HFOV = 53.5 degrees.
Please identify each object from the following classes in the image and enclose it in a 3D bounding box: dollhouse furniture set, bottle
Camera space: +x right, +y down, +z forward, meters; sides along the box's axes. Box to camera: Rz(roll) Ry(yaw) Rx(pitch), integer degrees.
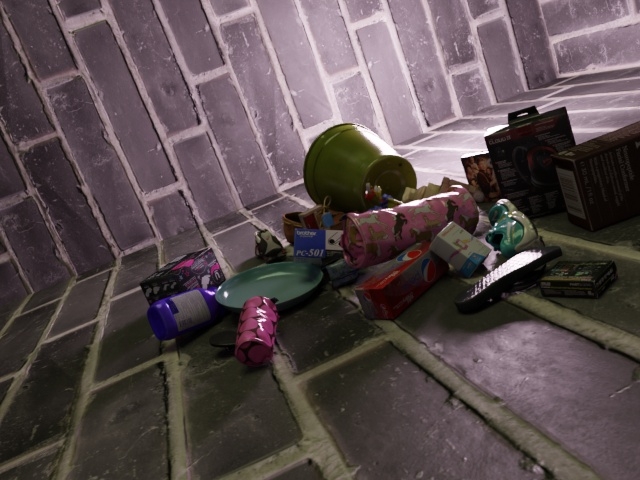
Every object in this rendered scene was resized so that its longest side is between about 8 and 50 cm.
[{"bbox_3d":[0.000,0.000,1.977,0.129,0.183,0.129,-29,16,-27],"label":"dollhouse furniture set"},{"bbox_3d":[-0.364,0.200,1.868,0.283,0.118,0.092,-19,-10,-45],"label":"bottle"}]

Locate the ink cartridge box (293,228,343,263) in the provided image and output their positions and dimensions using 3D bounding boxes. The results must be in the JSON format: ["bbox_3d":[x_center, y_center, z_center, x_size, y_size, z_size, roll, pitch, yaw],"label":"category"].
[{"bbox_3d":[0.024,0.020,1.894,0.207,0.097,0.046,2,-27,-3],"label":"ink cartridge box"}]

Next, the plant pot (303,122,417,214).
[{"bbox_3d":[0.173,-0.234,2.380,0.367,0.366,0.353,-25,27,-17],"label":"plant pot"}]

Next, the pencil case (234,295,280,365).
[{"bbox_3d":[-0.148,0.218,1.528,0.095,0.098,0.209,-44,17,20],"label":"pencil case"}]

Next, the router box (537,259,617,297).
[{"bbox_3d":[0.512,0.076,1.265,0.092,0.038,0.122,-30,16,-36],"label":"router box"}]

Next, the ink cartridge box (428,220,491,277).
[{"bbox_3d":[0.340,0.020,1.546,0.088,0.122,0.052,-35,-24,-45],"label":"ink cartridge box"}]

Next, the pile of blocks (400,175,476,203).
[{"bbox_3d":[0.377,-0.111,2.086,0.112,0.149,0.362,-69,17,-9],"label":"pile of blocks"}]

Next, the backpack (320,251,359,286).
[{"bbox_3d":[0.066,0.076,1.804,0.114,0.084,0.105,-23,13,7],"label":"backpack"}]

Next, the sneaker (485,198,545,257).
[{"bbox_3d":[0.466,-0.029,1.610,0.110,0.107,0.275,-29,13,8],"label":"sneaker"}]

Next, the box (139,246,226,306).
[{"bbox_3d":[-0.472,0.145,2.196,0.163,0.142,0.247,-15,14,26],"label":"box"}]

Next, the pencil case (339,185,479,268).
[{"bbox_3d":[0.244,-0.039,1.739,0.386,0.167,0.160,-15,-31,-19],"label":"pencil case"}]

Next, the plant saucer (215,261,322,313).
[{"bbox_3d":[-0.147,0.142,1.853,0.318,0.043,0.317,-9,19,3],"label":"plant saucer"}]

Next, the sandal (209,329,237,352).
[{"bbox_3d":[-0.201,0.262,1.600,0.179,0.040,0.067,1,27,20],"label":"sandal"}]

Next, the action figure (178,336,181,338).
[{"bbox_3d":[-0.424,0.267,1.898,0.038,0.030,0.115,-28,20,-6],"label":"action figure"}]

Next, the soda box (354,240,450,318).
[{"bbox_3d":[0.205,0.093,1.546,0.092,0.083,0.263,-7,20,46],"label":"soda box"}]

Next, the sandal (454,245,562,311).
[{"bbox_3d":[0.407,0.087,1.372,0.255,0.054,0.097,-31,7,-1],"label":"sandal"}]

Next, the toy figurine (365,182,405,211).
[{"bbox_3d":[0.191,-0.030,2.028,0.217,0.191,0.362,-51,19,1],"label":"toy figurine"}]

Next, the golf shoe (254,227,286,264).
[{"bbox_3d":[-0.199,0.005,2.383,0.105,0.120,0.273,-26,13,-13],"label":"golf shoe"}]

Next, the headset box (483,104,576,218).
[{"bbox_3d":[0.590,-0.219,1.740,0.218,0.293,0.110,-15,15,26],"label":"headset box"}]

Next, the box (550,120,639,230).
[{"bbox_3d":[0.785,-0.182,1.544,0.382,0.191,0.143,-22,14,0],"label":"box"}]

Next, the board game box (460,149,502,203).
[{"bbox_3d":[0.572,-0.209,1.994,0.243,0.165,0.042,-6,21,48],"label":"board game box"}]

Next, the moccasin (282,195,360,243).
[{"bbox_3d":[-0.002,-0.076,2.341,0.139,0.147,0.380,-30,17,-33],"label":"moccasin"}]
